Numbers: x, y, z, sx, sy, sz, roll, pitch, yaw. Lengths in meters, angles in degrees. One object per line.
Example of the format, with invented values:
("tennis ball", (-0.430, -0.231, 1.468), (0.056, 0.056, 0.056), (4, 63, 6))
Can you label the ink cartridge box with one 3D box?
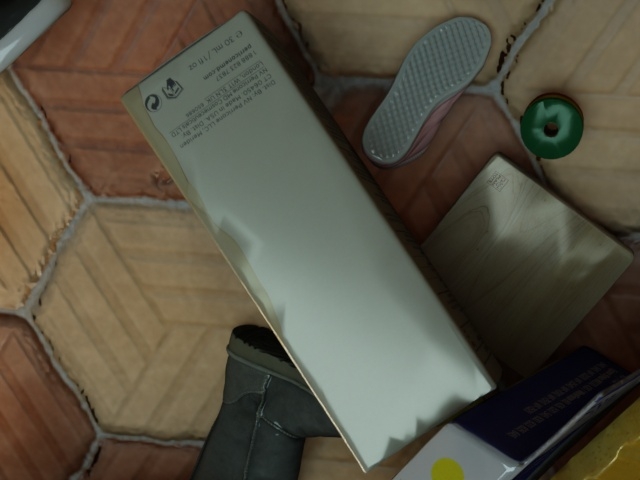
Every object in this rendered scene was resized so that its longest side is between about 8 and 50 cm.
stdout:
("ink cartridge box", (0.120, 0.163, 1.017), (0.072, 0.303, 0.307), (46, 112, 16))

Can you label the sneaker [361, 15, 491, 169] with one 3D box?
("sneaker", (0.077, -0.109, 1.070), (0.051, 0.070, 0.134), (37, 84, 7))

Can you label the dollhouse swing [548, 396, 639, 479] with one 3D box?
("dollhouse swing", (0.360, 0.274, 0.981), (0.315, 0.305, 0.347), (22, 120, -40))

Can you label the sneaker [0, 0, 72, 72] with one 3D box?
("sneaker", (-0.342, -0.165, 1.108), (0.295, 0.104, 0.147), (-23, 108, 24))

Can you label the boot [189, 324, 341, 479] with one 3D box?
("boot", (-0.027, 0.194, 1.174), (0.189, 0.076, 0.209), (25, 108, 29))

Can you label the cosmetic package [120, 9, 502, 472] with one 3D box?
("cosmetic package", (0.000, 0.000, 1.016), (0.113, 0.160, 0.309), (-33, 83, 7))

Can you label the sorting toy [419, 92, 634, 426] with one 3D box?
("sorting toy", (0.146, 0.022, 1.097), (0.132, 0.046, 0.274), (36, 113, -2))
